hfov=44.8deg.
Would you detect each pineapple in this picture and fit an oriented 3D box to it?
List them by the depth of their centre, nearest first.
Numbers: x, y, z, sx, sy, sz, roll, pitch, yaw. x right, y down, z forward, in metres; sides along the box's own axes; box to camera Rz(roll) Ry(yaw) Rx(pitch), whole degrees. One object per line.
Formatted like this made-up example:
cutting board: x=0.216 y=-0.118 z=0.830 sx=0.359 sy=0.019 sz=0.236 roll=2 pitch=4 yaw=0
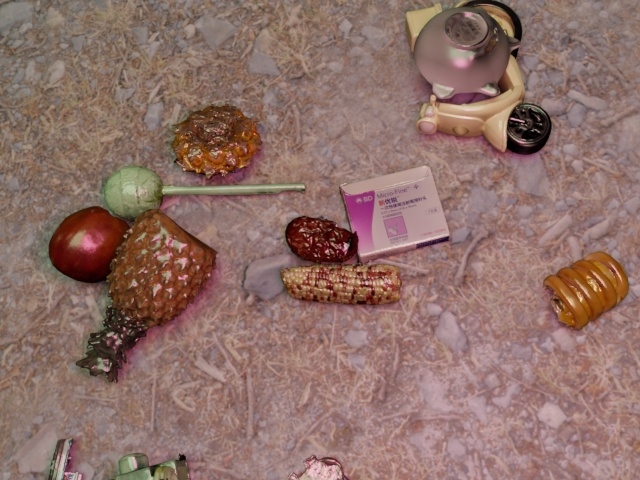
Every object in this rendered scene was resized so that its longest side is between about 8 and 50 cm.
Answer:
pineapple: x=-0.370 y=0.121 z=1.591 sx=0.202 sy=0.202 sz=0.362 roll=31 pitch=87 yaw=16
pineapple: x=-0.231 y=-0.230 z=1.707 sx=0.224 sy=0.076 sz=0.225 roll=1 pitch=49 yaw=-1

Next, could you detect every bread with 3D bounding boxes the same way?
bread: x=0.523 y=0.094 z=1.531 sx=0.177 sy=0.084 sz=0.119 roll=-31 pitch=72 yaw=-7

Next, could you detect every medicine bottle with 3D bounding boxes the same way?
medicine bottle: x=0.155 y=-0.055 z=1.645 sx=0.201 sy=0.052 sz=0.171 roll=-13 pitch=71 yaw=2

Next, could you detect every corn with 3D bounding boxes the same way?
corn: x=0.041 y=0.090 z=1.596 sx=0.253 sy=0.086 sz=0.086 roll=1 pitch=72 yaw=8

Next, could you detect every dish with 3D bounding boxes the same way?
dish: x=0.310 y=-0.413 z=1.609 sx=0.227 sy=0.086 sz=0.236 roll=0 pitch=67 yaw=2

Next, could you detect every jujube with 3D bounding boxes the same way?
jujube: x=-0.002 y=0.004 z=1.609 sx=0.166 sy=0.104 sz=0.104 roll=21 pitch=75 yaw=40

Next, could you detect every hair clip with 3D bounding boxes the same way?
hair clip: x=-0.010 y=0.504 z=1.494 sx=0.187 sy=0.056 sz=0.146 roll=-38 pitch=70 yaw=-14

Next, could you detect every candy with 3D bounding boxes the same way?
candy: x=-0.253 y=-0.112 z=1.702 sx=0.439 sy=0.119 sz=0.119 roll=-3 pitch=72 yaw=0

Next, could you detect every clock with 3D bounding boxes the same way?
clock: x=0.329 y=-0.349 z=1.687 sx=0.276 sy=0.120 sz=0.379 roll=-8 pitch=67 yaw=2

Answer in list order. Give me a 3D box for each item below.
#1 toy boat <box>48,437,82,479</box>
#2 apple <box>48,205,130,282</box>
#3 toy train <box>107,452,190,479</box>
toy boat: x=-0.515 y=0.470 z=1.568 sx=0.066 sy=0.059 sz=0.140 roll=14 pitch=71 yaw=-16
apple: x=-0.486 y=0.007 z=1.652 sx=0.158 sy=0.156 sz=0.147 roll=-53 pitch=31 yaw=5
toy train: x=-0.312 y=0.533 z=1.449 sx=0.159 sy=0.188 sz=0.272 roll=-16 pitch=73 yaw=3
